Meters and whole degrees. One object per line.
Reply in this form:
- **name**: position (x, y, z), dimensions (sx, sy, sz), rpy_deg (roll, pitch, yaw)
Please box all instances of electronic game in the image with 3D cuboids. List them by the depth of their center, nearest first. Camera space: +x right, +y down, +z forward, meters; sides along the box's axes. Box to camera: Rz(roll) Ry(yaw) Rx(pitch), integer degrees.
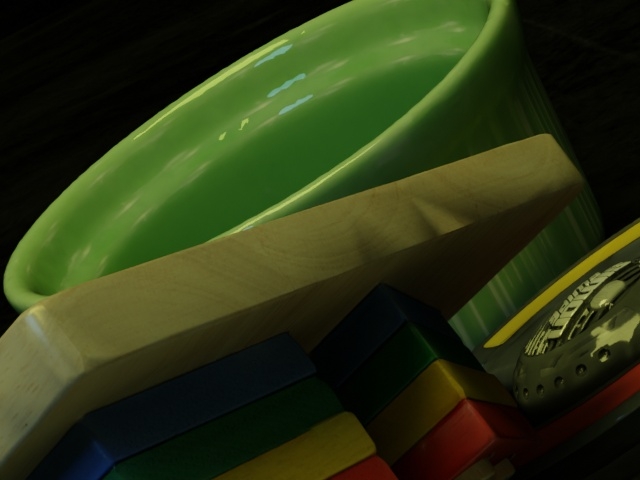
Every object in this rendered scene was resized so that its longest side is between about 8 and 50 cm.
- **electronic game**: position (0.117, 0.040, 0.753), dimensions (0.229, 0.048, 0.229), rpy_deg (-38, 7, 6)

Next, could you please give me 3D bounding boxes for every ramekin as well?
- **ramekin**: position (0.000, 0.000, 0.974), dimensions (0.303, 0.148, 0.303), rpy_deg (-29, 19, 11)

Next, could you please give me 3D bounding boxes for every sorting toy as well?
- **sorting toy**: position (-0.039, 0.097, 0.611), dimensions (0.255, 0.089, 0.257), rpy_deg (-19, -23, -50)

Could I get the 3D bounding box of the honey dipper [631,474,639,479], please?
- **honey dipper**: position (0.152, 0.056, 0.777), dimensions (0.030, 0.030, 0.161), rpy_deg (-21, 20, 31)
